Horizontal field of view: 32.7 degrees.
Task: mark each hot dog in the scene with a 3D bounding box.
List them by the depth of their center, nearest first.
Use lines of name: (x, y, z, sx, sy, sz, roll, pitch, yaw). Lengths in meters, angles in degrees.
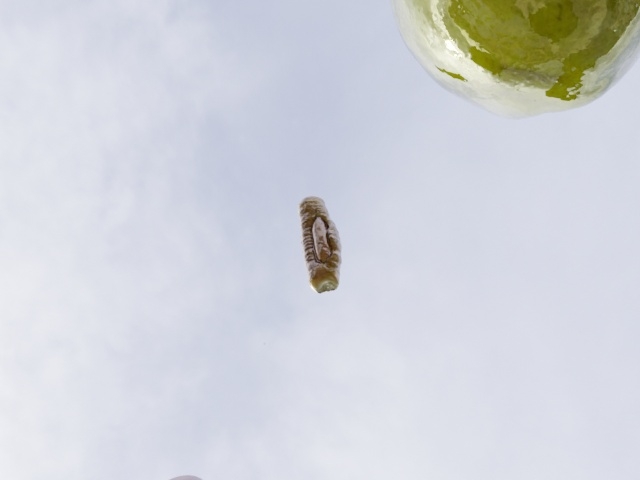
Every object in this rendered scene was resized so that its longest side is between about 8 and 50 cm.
hot dog: (0.000, 0.000, 1.174, 0.044, 0.028, 0.137, -7, -137, 0)

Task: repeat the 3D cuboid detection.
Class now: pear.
pear: (0.171, -0.262, 0.963, 0.253, 0.253, 0.307, -25, -81, -5)

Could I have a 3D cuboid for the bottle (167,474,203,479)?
bottle: (-0.067, 0.367, 0.936, 0.297, 0.173, 0.206, 34, -96, 19)
